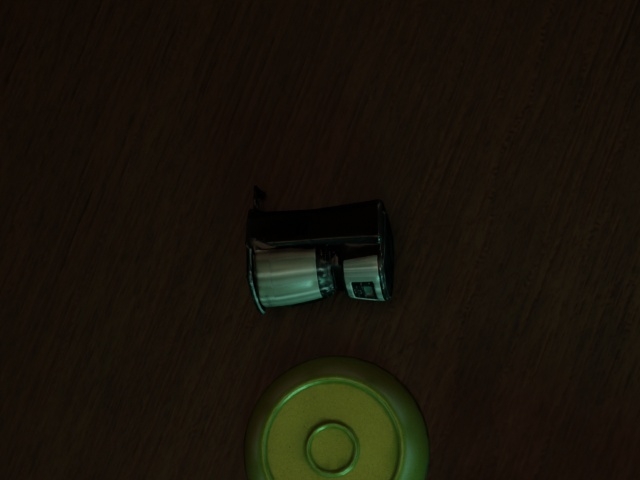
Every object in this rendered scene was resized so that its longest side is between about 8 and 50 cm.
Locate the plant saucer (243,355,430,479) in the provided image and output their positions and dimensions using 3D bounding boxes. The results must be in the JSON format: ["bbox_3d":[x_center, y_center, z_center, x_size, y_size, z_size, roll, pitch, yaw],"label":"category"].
[{"bbox_3d":[0.017,0.264,1.866,0.240,0.037,0.241,-1,81,9],"label":"plant saucer"}]

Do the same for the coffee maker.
[{"bbox_3d":[0.000,0.000,1.870,0.178,0.120,0.171,-6,79,8],"label":"coffee maker"}]
